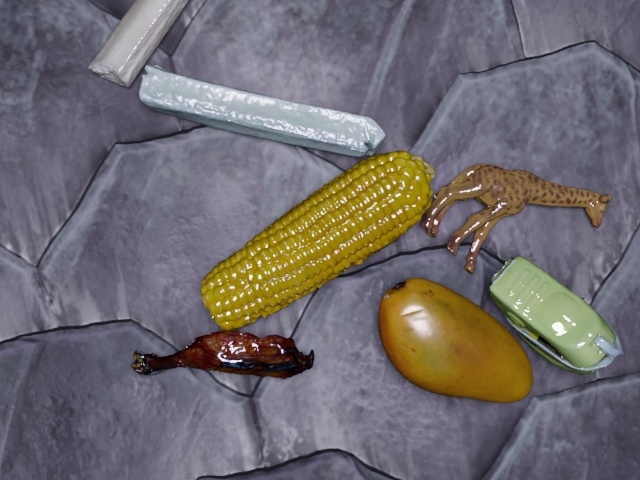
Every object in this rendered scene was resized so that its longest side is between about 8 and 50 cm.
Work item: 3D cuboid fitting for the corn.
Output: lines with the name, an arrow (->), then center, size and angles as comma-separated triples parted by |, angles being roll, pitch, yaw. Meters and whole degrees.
corn -> 0.000, 0.000, 0.876 | 0.363, 0.120, 0.120 | -35, 93, 0

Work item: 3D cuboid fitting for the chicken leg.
chicken leg -> -0.134, 0.159, 0.878 | 0.253, 0.106, 0.051 | 0, 63, 1

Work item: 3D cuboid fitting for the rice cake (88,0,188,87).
rice cake -> -0.220, -0.322, 0.886 | 0.057, 0.052, 0.256 | 34, 88, -1

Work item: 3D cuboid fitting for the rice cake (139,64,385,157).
rice cake -> -0.076, -0.172, 0.891 | 0.336, 0.066, 0.063 | 14, 89, -5

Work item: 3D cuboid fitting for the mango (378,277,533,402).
mango -> 0.185, 0.151, 0.894 | 0.253, 0.113, 0.139 | 33, 84, -11

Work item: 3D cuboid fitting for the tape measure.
tape measure -> 0.320, 0.112, 0.881 | 0.087, 0.154, 0.177 | -44, 63, -6

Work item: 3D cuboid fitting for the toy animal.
toy animal -> 0.277, -0.050, 0.927 | 0.275, 0.054, 0.149 | -21, 95, -5
